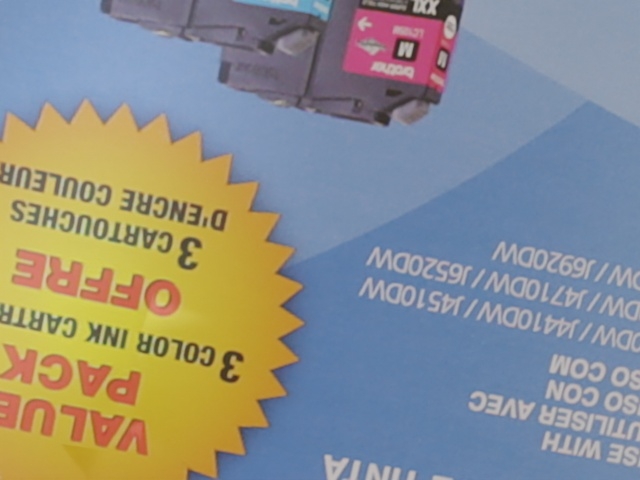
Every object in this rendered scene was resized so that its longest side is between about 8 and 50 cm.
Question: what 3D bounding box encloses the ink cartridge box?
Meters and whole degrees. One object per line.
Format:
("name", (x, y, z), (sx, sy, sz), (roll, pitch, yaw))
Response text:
("ink cartridge box", (0.000, 0.000, 0.439), (0.270, 0.395, 0.151), (12, 11, -6))
